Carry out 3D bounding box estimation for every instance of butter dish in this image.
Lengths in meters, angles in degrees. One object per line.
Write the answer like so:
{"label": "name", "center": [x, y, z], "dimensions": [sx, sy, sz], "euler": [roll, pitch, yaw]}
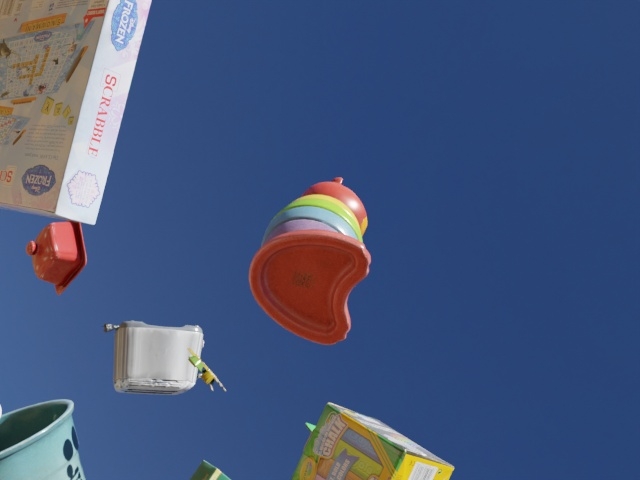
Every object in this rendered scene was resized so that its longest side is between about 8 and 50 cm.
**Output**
{"label": "butter dish", "center": [-0.642, 0.026, 2.021], "dimensions": [0.160, 0.118, 0.160], "euler": [-41, -125, 34]}

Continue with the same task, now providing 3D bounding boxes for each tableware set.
{"label": "tableware set", "center": [-0.232, 0.251, 1.652], "dimensions": [0.104, 0.024, 0.154], "euler": [51, -10, -11]}

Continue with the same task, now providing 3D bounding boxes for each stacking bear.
{"label": "stacking bear", "center": [0.000, 0.000, 1.313], "dimensions": [0.164, 0.289, 0.175], "euler": [17, -62, 2]}

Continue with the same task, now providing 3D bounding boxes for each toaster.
{"label": "toaster", "center": [-0.370, 0.260, 1.869], "dimensions": [0.129, 0.227, 0.146], "euler": [145, -51, -62]}

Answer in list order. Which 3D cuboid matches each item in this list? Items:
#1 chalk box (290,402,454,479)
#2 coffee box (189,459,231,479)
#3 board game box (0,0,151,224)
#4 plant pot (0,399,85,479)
{"label": "chalk box", "center": [0.057, 0.329, 1.233], "dimensions": [0.213, 0.132, 0.132], "euler": [21, -96, 47]}
{"label": "coffee box", "center": [-0.183, 0.477, 1.495], "dimensions": [0.040, 0.113, 0.184], "euler": [19, -27, 39]}
{"label": "board game box", "center": [-0.385, -0.194, 1.179], "dimensions": [0.318, 0.066, 0.318], "euler": [9, -96, 43]}
{"label": "plant pot", "center": [-0.582, 0.529, 1.624], "dimensions": [0.341, 0.341, 0.334], "euler": [-10, -79, 46]}
